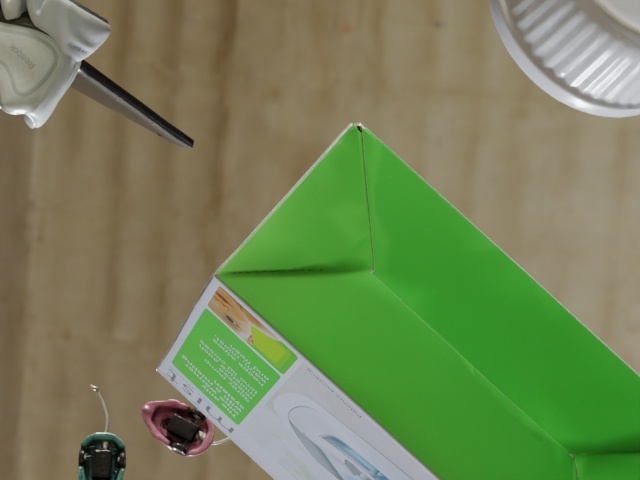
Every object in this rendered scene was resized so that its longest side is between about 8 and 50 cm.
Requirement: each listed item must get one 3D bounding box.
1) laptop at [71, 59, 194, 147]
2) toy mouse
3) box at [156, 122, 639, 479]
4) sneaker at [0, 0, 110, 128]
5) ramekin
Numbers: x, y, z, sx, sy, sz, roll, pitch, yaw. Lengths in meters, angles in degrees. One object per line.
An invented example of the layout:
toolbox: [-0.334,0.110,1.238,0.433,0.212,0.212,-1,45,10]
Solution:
laptop: [-0.299,-0.319,2.002,0.236,0.408,0.382,-61,-15,-1]
toy mouse: [-0.141,0.174,1.554,0.161,0.143,0.031,-39,-15,-16]
box: [0.055,0.092,1.095,0.127,0.262,0.231,-47,-1,-21]
sneaker: [-0.313,-0.178,1.662,0.110,0.292,0.118,26,-94,-50]
ramekin: [0.255,-0.218,1.616,0.109,0.207,0.207,138,142,-61]
